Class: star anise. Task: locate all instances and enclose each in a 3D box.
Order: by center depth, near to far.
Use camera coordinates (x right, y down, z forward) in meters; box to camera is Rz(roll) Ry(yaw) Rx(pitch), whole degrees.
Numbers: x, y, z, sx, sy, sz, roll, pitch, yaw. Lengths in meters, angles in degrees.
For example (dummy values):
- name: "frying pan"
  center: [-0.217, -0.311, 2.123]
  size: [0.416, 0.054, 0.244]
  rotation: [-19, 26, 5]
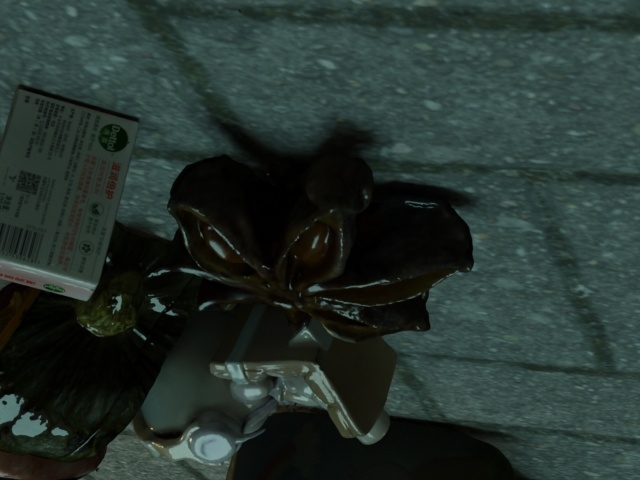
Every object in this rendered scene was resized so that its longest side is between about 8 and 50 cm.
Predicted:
- name: "star anise"
  center: [-0.002, -0.003, 1.190]
  size: [0.214, 0.099, 0.220]
  rotation: [-3, 154, 1]

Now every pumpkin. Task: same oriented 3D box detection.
- name: "pumpkin"
  center: [-0.205, 0.097, 1.399]
  size: [0.131, 0.126, 0.248]
  rotation: [35, 123, -20]

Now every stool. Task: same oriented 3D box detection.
- name: "stool"
  center: [0.056, 0.358, 1.796]
  size: [0.310, 0.310, 0.226]
  rotation: [6, 163, 17]

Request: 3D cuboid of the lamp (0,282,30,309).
- name: "lamp"
  center: [-0.250, 0.083, 1.538]
  size: [0.107, 0.092, 0.107]
  rotation: [43, 172, 7]

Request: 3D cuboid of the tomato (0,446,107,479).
- name: "tomato"
  center: [-0.289, 0.135, 1.634]
  size: [0.199, 0.112, 0.228]
  rotation: [3, -154, -34]

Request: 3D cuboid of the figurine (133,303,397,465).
- name: "figurine"
  center: [-0.063, 0.121, 1.452]
  size: [0.237, 0.162, 0.141]
  rotation: [-15, 123, 26]

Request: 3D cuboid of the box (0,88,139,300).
- name: "box"
  center: [-0.181, -0.031, 1.159]
  size: [0.089, 0.125, 0.043]
  rotation: [17, 160, -10]
